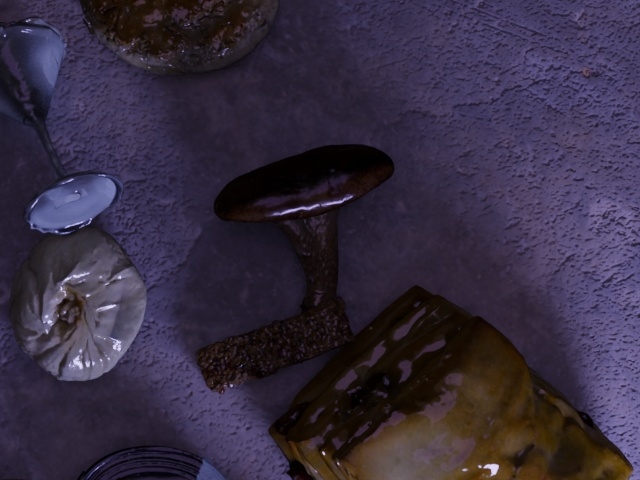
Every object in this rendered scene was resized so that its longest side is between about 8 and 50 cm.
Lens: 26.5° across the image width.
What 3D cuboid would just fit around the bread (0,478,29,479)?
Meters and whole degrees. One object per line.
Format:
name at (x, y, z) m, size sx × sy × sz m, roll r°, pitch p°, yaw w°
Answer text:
bread at (-0.370, 0.323, 1.607) m, size 0.083 × 0.076 × 0.070 m, roll 2°, pitch 92°, yaw -5°

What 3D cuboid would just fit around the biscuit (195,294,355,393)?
biscuit at (-0.054, 0.129, 1.658) m, size 0.199 × 0.034 × 0.064 m, roll -21°, pitch 82°, yaw 12°

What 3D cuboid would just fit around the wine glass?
wine glass at (-0.333, -0.130, 1.617) m, size 0.156 × 0.156 × 0.232 m, roll -24°, pitch 66°, yaw -9°

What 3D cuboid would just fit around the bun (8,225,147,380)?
bun at (-0.293, 0.073, 1.636) m, size 0.164 × 0.111 × 0.188 m, roll 22°, pitch 75°, yaw -4°

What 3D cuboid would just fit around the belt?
belt at (-0.196, 0.321, 1.621) m, size 0.198 × 0.078 × 0.151 m, roll 4°, pitch 78°, yaw -6°

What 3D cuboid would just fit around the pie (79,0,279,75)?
pie at (-0.181, -0.337, 1.747) m, size 0.274 × 0.055 × 0.274 m, roll 1°, pitch 76°, yaw -2°

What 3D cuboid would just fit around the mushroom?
mushroom at (0.000, 0.000, 1.686) m, size 0.227 × 0.148 × 0.218 m, roll -17°, pitch 101°, yaw 1°

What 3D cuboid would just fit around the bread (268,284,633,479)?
bread at (0.162, 0.256, 1.612) m, size 0.370 × 0.191 × 0.314 m, roll 45°, pitch 79°, yaw 2°
